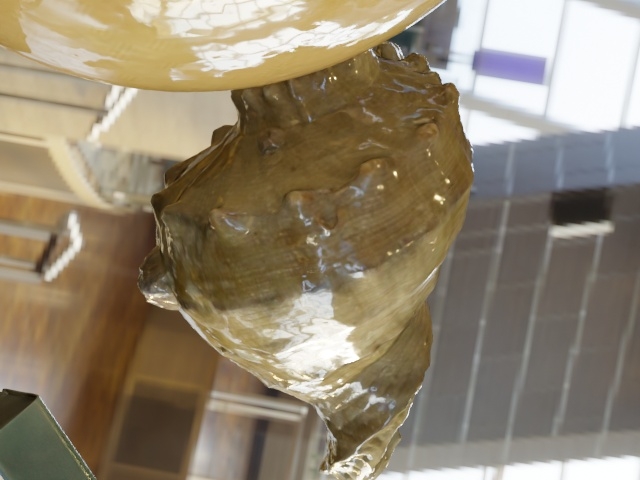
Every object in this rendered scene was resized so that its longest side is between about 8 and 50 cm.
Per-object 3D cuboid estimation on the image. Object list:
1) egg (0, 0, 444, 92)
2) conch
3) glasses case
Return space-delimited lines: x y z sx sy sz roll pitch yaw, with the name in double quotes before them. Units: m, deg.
"egg" -0.049 -0.204 0.507 0.374 0.301 0.301 -145 -117 -79
"conch" -0.010 -0.004 0.884 0.263 0.186 0.324 -73 175 -61
"glasses case" -0.181 0.236 1.134 0.266 0.056 0.105 60 -6 -19
